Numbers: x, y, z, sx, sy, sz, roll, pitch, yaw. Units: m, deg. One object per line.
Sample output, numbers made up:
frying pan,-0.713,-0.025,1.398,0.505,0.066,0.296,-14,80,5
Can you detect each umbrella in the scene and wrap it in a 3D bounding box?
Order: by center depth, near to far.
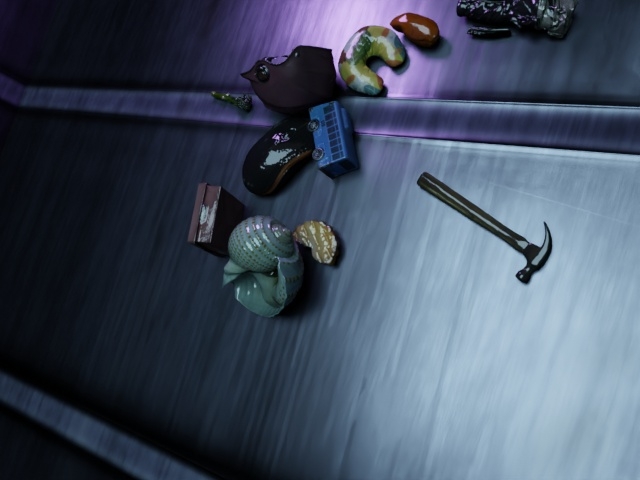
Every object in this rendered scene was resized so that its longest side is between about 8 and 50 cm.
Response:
umbrella,0.577,-0.694,1.574,0.357,0.106,0.113,21,90,30

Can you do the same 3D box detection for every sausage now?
sausage,0.313,-0.697,1.721,0.179,0.089,0.089,35,93,25

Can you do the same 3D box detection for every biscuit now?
biscuit,0.000,0.000,1.700,0.183,0.061,0.118,42,95,27

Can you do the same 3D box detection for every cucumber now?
cucumber,0.524,-0.649,1.629,0.134,0.033,0.034,21,92,30

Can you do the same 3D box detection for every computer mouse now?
computer mouse,-0.152,-0.297,1.830,0.323,0.116,0.183,-45,65,9

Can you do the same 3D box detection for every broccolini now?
broccolini,-0.357,-0.550,2.034,0.216,0.067,0.058,22,48,30

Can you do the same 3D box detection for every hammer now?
hammer,0.452,-0.068,1.498,0.440,0.044,0.168,39,96,29

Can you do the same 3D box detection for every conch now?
conch,-0.170,0.078,1.673,0.303,0.215,0.319,55,143,8

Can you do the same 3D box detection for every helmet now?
helmet,-0.095,-0.536,1.801,0.338,0.271,0.197,-14,100,23

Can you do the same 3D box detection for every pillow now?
pillow,0.171,-0.618,1.780,0.214,0.086,0.233,41,94,19

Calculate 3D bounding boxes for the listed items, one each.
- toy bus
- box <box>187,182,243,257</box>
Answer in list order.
toy bus,0.044,-0.341,1.742,0.133,0.116,0.234,-17,70,24
box,-0.356,-0.063,1.810,0.086,0.215,0.215,4,76,17
